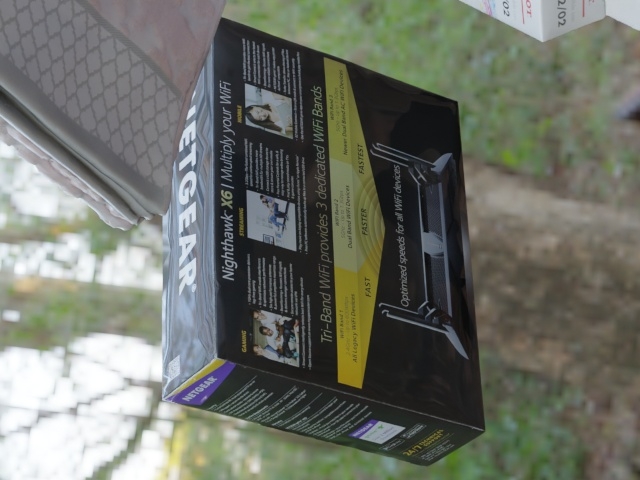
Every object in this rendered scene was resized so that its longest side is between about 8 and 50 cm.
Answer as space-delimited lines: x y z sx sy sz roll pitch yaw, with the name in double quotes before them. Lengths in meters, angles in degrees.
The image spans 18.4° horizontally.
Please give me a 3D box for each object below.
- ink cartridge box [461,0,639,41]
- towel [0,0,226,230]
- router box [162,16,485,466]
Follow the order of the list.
"ink cartridge box" 0.142 -0.208 1.370 0.181 0.061 0.104 35 140 48
"towel" -0.164 -0.213 1.285 0.332 0.053 0.317 40 -124 -49
"router box" 0.000 0.000 1.533 0.081 0.243 0.309 -38 43 45
